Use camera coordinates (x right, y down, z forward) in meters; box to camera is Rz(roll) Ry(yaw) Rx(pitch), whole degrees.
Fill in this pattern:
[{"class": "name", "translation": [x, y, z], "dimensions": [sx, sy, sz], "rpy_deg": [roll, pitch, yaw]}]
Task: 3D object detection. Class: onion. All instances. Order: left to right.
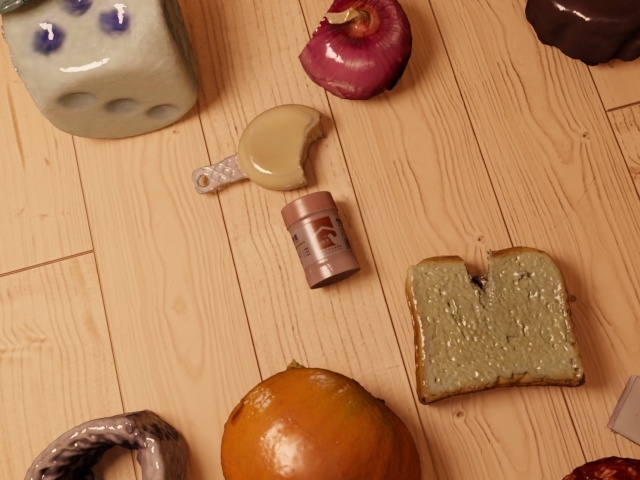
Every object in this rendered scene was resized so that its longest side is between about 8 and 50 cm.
[{"class": "onion", "translation": [0.077, -0.354, 1.148], "dimensions": [0.200, 0.201, 0.207], "rpy_deg": [20, 48, 7]}]

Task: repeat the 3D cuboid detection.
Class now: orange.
[{"class": "orange", "translation": [0.008, 0.343, 0.954], "dimensions": [0.310, 0.274, 0.274], "rpy_deg": [39, 82, 16]}]

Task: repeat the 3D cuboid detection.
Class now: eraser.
[{"class": "eraser", "translation": [0.573, 0.310, 1.051], "dimensions": [0.150, 0.023, 0.104], "rpy_deg": [30, 80, 9]}]

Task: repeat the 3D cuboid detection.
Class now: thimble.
[{"class": "thimble", "translation": [-0.339, 0.392, 1.007], "dimensions": [0.217, 0.157, 0.246], "rpy_deg": [37, 83, 7]}]

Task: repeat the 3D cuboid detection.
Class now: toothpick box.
[{"class": "toothpick box", "translation": [0.000, 0.000, 1.105], "dimensions": [0.098, 0.098, 0.149], "rpy_deg": [-21, 79, -2]}]

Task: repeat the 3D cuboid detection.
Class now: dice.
[{"class": "dice", "translation": [-0.376, -0.353, 1.113], "dimensions": [0.262, 0.268, 0.265], "rpy_deg": [-14, 77, -2]}]

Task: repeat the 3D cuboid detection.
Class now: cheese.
[{"class": "cheese", "translation": [-0.116, -0.169, 1.161], "dimensions": [0.248, 0.071, 0.164], "rpy_deg": [-3, 78, 3]}]

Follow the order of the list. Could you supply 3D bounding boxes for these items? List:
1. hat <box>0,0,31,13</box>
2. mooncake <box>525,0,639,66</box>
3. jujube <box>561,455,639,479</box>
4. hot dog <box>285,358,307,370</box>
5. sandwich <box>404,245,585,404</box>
[{"class": "hat", "translation": [-0.465, -0.410, 0.957], "dimensions": [0.190, 0.078, 0.138], "rpy_deg": [-21, 67, 18]}, {"class": "mooncake", "translation": [0.518, -0.462, 1.162], "dimensions": [0.282, 0.141, 0.283], "rpy_deg": [-1, 68, 2]}, {"class": "jujube", "translation": [0.443, 0.430, 0.925], "dimensions": [0.212, 0.232, 0.213], "rpy_deg": [-1, 79, 7]}, {"class": "hot dog", "translation": [-0.020, 0.321, 1.041], "dimensions": [0.123, 0.093, 0.262], "rpy_deg": [-5, 93, -7]}, {"class": "sandwich", "translation": [0.286, 0.138, 1.066], "dimensions": [0.273, 0.095, 0.249], "rpy_deg": [-7, 74, 2]}]
